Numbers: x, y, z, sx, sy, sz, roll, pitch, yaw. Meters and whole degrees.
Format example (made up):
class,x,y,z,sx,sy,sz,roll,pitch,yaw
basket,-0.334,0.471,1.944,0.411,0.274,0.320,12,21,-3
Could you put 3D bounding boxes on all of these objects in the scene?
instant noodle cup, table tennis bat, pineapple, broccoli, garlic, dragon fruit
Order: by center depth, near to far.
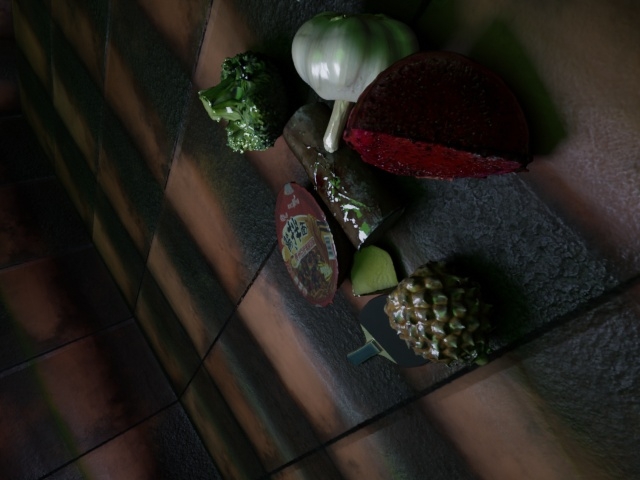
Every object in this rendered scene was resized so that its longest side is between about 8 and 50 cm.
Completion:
class,x,y,z,sx,sy,sz,roll,pitch,yaw
dragon fruit,0.171,-0.169,0.648,0.262,0.163,0.189,13,111,-1
garlic,0.046,-0.244,0.725,0.199,0.199,0.225,32,127,35
pineapple,0.211,0.132,0.757,0.193,0.166,0.166,47,137,13
broccoli,-0.156,-0.297,0.950,0.226,0.176,0.198,45,147,1
instant noodle cup,0.000,0.000,0.957,0.274,0.091,0.273,41,139,49
table tennis bat,0.139,0.213,0.958,0.173,0.022,0.301,47,142,7

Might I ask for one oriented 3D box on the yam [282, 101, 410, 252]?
class,x,y,z,sx,sy,sz,roll,pitch,yaw
yam,0.045,-0.122,0.845,0.279,0.131,0.131,57,140,16

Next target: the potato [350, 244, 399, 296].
class,x,y,z,sx,sy,sz,roll,pitch,yaw
potato,0.106,0.055,0.903,0.066,0.096,0.103,-97,1,-85
